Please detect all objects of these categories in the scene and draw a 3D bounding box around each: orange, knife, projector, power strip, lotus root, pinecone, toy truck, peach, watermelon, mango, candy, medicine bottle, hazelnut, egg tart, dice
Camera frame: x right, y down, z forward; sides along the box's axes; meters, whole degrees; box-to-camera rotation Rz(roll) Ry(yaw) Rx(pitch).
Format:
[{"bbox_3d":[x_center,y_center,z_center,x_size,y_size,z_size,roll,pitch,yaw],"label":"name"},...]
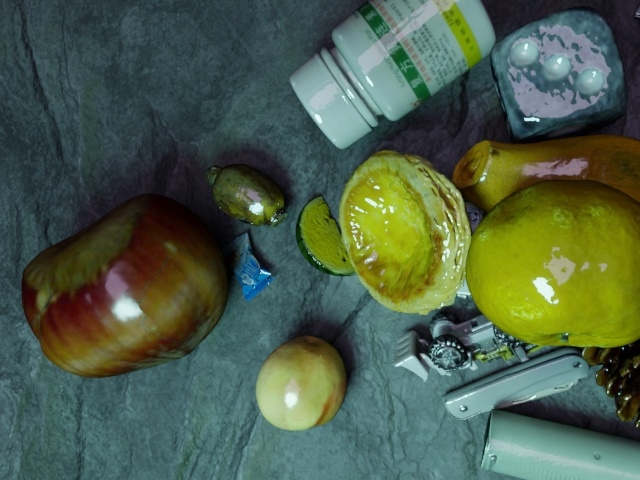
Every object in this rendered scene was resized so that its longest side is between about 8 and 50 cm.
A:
[{"bbox_3d":[0.352,0.034,0.773,0.279,0.279,0.235,3,69,18],"label":"orange"},{"bbox_3d":[0.356,0.268,0.978,0.266,0.040,0.073,-25,97,16],"label":"knife"},{"bbox_3d":[0.450,0.374,0.902,0.338,0.108,0.108,9,90,16],"label":"projector"},{"bbox_3d":[0.262,0.014,1.023,0.082,0.035,0.191,6,89,18],"label":"power strip"},{"bbox_3d":[-0.155,-0.100,1.119,0.210,0.120,0.120,33,98,16],"label":"lotus root"},{"bbox_3d":[0.533,0.188,0.846,0.203,0.201,0.229,-37,102,27],"label":"pinecone"},{"bbox_3d":[0.275,0.181,0.964,0.286,0.136,0.111,-24,101,17],"label":"toy truck"},{"bbox_3d":[-0.034,0.274,1.036,0.185,0.184,0.184,-1,87,18],"label":"peach"},{"bbox_3d":[-0.006,0.000,1.090,0.092,0.075,0.181,-25,79,12],"label":"watermelon"},{"bbox_3d":[0.405,-0.096,0.901,0.360,0.187,0.143,2,57,12],"label":"mango"},{"bbox_3d":[-0.160,0.053,1.160,0.088,0.038,0.136,-42,69,26],"label":"candy"},{"bbox_3d":[0.126,-0.337,0.992,0.340,0.208,0.208,-35,78,13],"label":"medicine bottle"},{"bbox_3d":[-0.386,0.104,1.076,0.410,0.359,0.359,-33,78,23],"label":"hazelnut"},{"bbox_3d":[0.165,-0.019,0.972,0.319,0.128,0.318,26,123,50],"label":"egg tart"},{"bbox_3d":[0.398,-0.268,0.913,0.183,0.181,0.183,-15,84,17],"label":"dice"}]

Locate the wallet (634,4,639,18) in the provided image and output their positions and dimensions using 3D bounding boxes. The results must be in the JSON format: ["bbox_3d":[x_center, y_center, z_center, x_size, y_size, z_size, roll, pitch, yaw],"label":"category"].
[{"bbox_3d":[0.663,-0.410,0.918,0.197,0.020,0.103,22,96,17],"label":"wallet"}]
